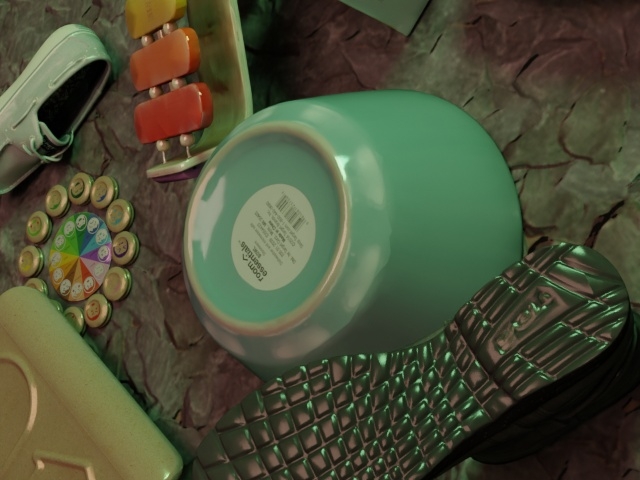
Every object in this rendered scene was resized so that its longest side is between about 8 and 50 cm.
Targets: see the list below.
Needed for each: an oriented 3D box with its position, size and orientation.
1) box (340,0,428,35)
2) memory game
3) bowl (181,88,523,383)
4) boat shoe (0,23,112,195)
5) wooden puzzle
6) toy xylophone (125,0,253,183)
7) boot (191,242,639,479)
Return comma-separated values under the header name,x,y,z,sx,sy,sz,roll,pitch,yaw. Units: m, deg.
name,x,y,z,sx,sy,sz,roll,pitch,yaw
box,0.013,-0.277,1.202,0.170,0.130,0.091,39,105,37
memory game,-0.266,0.017,1.427,0.186,0.012,0.186,-9,75,35
bowl,0.000,0.000,1.135,0.311,0.163,0.312,-10,74,36
boat shoe,-0.309,-0.130,1.448,0.227,0.079,0.081,-53,50,12
wooden puzzle,-0.311,0.272,1.372,0.322,0.080,0.348,42,102,35
toy xylophone,-0.147,-0.210,1.253,0.236,0.081,0.323,-20,81,66
boot,0.092,0.138,0.966,0.338,0.223,0.118,-25,67,9
